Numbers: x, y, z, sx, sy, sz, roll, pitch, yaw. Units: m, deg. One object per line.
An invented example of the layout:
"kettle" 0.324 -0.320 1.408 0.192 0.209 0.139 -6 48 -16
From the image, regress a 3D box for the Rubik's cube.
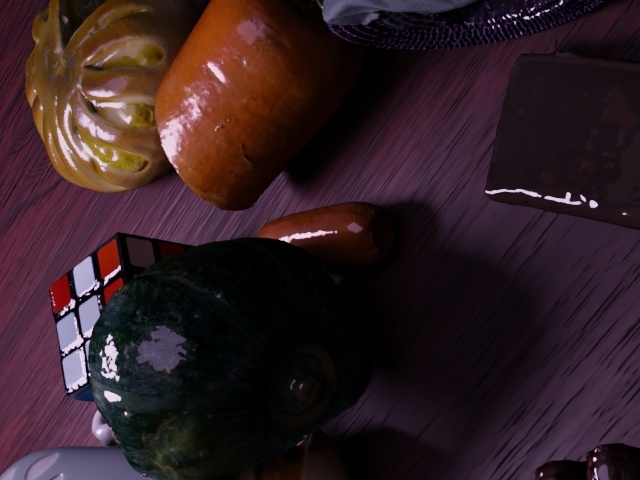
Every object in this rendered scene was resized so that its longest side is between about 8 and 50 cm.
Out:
"Rubik's cube" -0.221 0.103 1.872 0.162 0.160 0.163 -32 60 37

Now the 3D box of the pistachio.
"pistachio" -0.024 0.315 1.647 0.157 0.157 0.230 -28 57 40

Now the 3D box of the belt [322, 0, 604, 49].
"belt" 0.142 -0.277 1.496 0.324 0.260 0.122 -11 76 46

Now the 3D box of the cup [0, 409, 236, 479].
"cup" -0.224 0.317 1.729 0.274 0.259 0.357 -1 62 27

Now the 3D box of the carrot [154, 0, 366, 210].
"carrot" -0.054 -0.219 1.738 0.331 0.193 0.214 -48 50 33

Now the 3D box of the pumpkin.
"pumpkin" -0.117 0.100 1.639 0.263 0.293 0.197 23 137 54

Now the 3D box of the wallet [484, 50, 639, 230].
"wallet" 0.292 -0.094 1.462 0.309 0.042 0.165 15 94 48

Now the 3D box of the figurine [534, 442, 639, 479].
"figurine" 0.267 0.380 1.332 0.218 0.206 0.365 -13 45 22

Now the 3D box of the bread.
"bread" -0.289 -0.216 2.009 0.333 0.160 0.333 -11 75 46

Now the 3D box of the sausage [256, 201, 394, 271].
"sausage" 0.000 0.000 1.726 0.197 0.076 0.076 -10 75 46
